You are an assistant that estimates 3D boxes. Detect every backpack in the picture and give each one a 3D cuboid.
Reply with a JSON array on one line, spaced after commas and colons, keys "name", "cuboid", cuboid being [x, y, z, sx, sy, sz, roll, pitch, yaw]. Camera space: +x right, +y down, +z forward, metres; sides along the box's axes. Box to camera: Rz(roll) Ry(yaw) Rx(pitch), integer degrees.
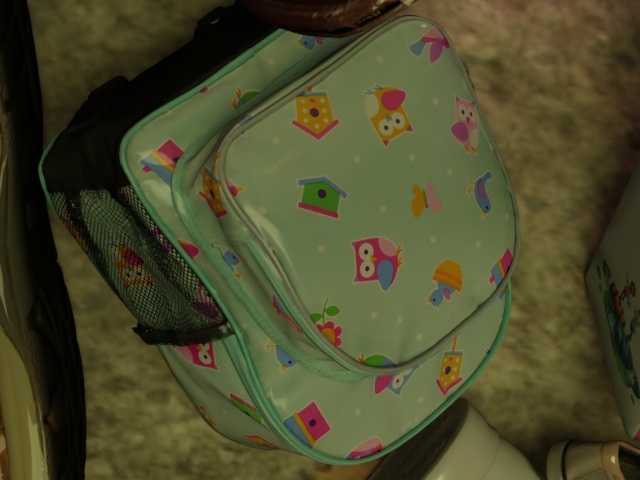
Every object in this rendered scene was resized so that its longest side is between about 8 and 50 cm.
[{"name": "backpack", "cuboid": [0.000, 0.000, 0.746, 0.166, 0.144, 0.188, -39, 116, -32]}]

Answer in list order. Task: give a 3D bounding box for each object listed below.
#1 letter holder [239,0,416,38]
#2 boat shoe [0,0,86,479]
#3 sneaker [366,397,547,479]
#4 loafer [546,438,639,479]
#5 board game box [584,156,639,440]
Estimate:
[{"name": "letter holder", "cuboid": [0.024, -0.197, 0.632, 0.214, 0.302, 0.152, -36, 105, 1]}, {"name": "boat shoe", "cuboid": [-0.173, 0.029, 0.755, 0.120, 0.122, 0.324, -7, 95, -1]}, {"name": "sneaker", "cuboid": [0.032, 0.238, 0.830, 0.169, 0.108, 0.292, 41, 92, -11]}, {"name": "loafer", "cuboid": [0.160, 0.124, 0.834, 0.125, 0.039, 0.045, 26, 56, -37]}, {"name": "board game box", "cuboid": [0.258, -0.027, 0.717, 0.224, 0.097, 0.303, -3, 148, -8]}]
